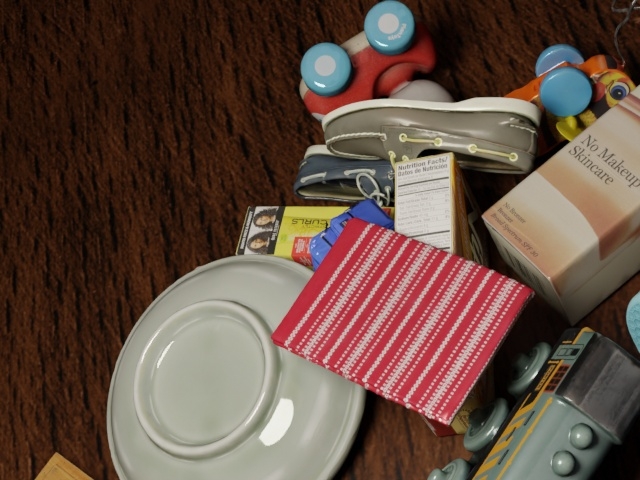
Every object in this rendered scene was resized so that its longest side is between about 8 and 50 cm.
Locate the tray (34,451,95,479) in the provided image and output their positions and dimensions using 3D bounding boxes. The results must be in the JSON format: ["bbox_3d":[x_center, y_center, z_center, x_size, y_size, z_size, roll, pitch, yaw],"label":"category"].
[{"bbox_3d":[-0.263,0.459,1.678,0.411,0.076,0.203,26,73,34],"label":"tray"}]

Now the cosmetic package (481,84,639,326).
[{"bbox_3d":[0.377,-0.053,1.682,0.296,0.129,0.153,-40,50,-5],"label":"cosmetic package"}]

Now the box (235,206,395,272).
[{"bbox_3d":[0.000,0.000,1.864,0.232,0.058,0.087,2,62,24],"label":"box"}]

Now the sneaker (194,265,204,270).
[{"bbox_3d":[-0.144,0.074,1.888,0.134,0.051,0.070,17,73,37],"label":"sneaker"}]

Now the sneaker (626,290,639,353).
[{"bbox_3d":[0.490,0.146,1.446,0.208,0.319,0.127,-35,14,-30],"label":"sneaker"}]

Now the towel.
[{"bbox_3d":[0.092,0.090,1.548,0.275,0.031,0.199,23,70,34],"label":"towel"}]

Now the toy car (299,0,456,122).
[{"bbox_3d":[0.108,-0.188,1.885,0.210,0.219,0.238,-33,80,2],"label":"toy car"}]

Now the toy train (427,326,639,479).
[{"bbox_3d":[0.249,0.242,1.496,0.142,0.190,0.334,39,77,-7],"label":"toy train"}]

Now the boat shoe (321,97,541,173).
[{"bbox_3d":[0.142,-0.132,1.744,0.305,0.109,0.091,0,73,21],"label":"boat shoe"}]

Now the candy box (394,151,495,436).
[{"bbox_3d":[0.159,0.069,1.667,0.087,0.183,0.316,-10,56,18],"label":"candy box"}]

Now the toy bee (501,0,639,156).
[{"bbox_3d":[0.367,-0.191,1.776,0.298,0.162,0.195,-30,26,45],"label":"toy bee"}]

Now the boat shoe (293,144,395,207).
[{"bbox_3d":[0.075,-0.082,1.859,0.254,0.095,0.079,11,64,27],"label":"boat shoe"}]

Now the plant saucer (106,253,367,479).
[{"bbox_3d":[-0.137,0.194,1.737,0.400,0.100,0.400,-11,65,24],"label":"plant saucer"}]

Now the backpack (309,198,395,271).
[{"bbox_3d":[0.044,0.008,1.734,0.120,0.101,0.098,-33,50,-14],"label":"backpack"}]
